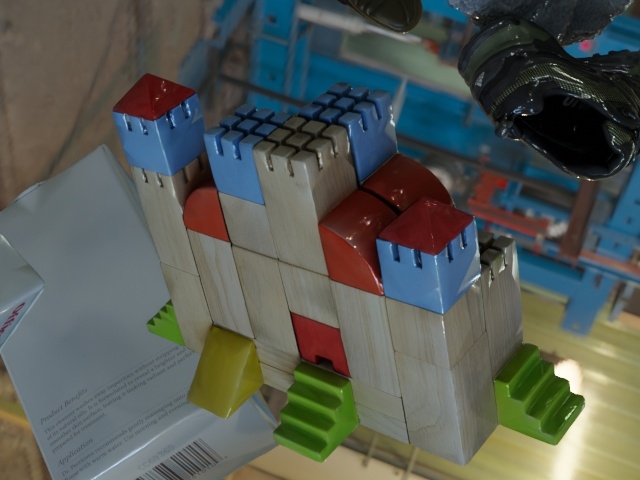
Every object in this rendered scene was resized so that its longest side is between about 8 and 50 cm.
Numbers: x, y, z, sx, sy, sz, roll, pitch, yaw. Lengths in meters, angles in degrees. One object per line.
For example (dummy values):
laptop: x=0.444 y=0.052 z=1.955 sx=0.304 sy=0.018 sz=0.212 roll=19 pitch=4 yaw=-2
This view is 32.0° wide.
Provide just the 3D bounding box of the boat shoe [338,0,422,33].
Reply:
boat shoe: x=0.031 y=-0.242 z=1.013 sx=0.056 sy=0.152 sz=0.049 roll=-47 pitch=176 yaw=0

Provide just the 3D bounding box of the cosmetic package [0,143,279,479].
cosmetic package: x=-0.231 y=0.104 z=1.244 sx=0.217 sy=0.385 sz=0.156 roll=-32 pitch=144 yaw=0

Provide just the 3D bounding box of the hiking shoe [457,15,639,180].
hiking shoe: x=0.206 y=-0.081 z=0.807 sx=0.086 sy=0.227 sz=0.114 roll=122 pitch=-31 yaw=-46

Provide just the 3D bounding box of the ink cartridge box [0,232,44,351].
ink cartridge box: x=-0.281 y=0.070 z=0.717 sx=0.127 sy=0.072 sz=0.175 roll=-47 pitch=174 yaw=38

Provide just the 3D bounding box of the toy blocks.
toy blocks: x=0.000 y=0.000 z=0.843 sx=0.191 sy=0.381 sz=0.260 roll=-41 pitch=134 yaw=-36

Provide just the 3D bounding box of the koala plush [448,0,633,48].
koala plush: x=0.128 y=-0.263 z=0.874 sx=0.196 sy=0.221 sz=0.203 roll=-48 pitch=132 yaw=7
